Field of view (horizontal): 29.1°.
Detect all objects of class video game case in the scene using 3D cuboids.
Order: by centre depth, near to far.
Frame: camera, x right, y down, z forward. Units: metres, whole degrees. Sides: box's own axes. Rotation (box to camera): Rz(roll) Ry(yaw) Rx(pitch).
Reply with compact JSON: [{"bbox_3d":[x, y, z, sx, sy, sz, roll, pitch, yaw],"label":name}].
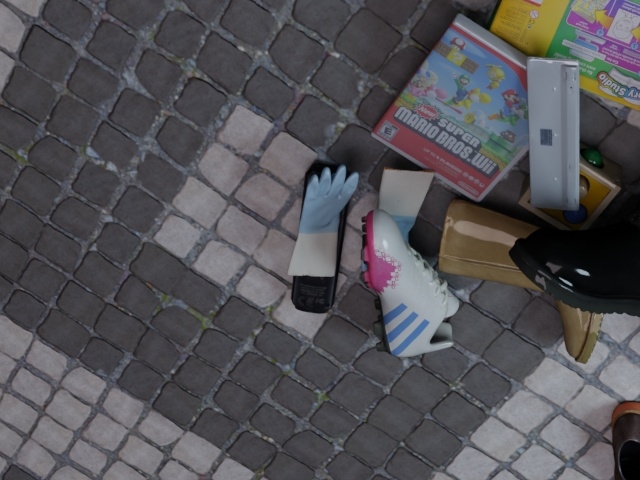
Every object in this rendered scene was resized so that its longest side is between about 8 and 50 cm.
[{"bbox_3d":[0.218,-0.186,1.814,0.204,0.025,0.285,32,142,-4],"label":"video game case"}]

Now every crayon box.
[{"bbox_3d":[0.383,-0.300,1.716,0.278,0.081,0.165,22,124,2],"label":"crayon box"}]

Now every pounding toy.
[{"bbox_3d":[0.371,-0.091,1.835,0.130,0.100,0.141,31,123,-4],"label":"pounding toy"}]

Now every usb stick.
[{"bbox_3d":[0.000,0.000,2.032,0.077,0.045,0.278,8,123,1],"label":"usb stick"}]

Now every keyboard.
[{"bbox_3d":[0.330,-0.146,1.747,0.072,0.014,0.256,11,132,24],"label":"keyboard"}]

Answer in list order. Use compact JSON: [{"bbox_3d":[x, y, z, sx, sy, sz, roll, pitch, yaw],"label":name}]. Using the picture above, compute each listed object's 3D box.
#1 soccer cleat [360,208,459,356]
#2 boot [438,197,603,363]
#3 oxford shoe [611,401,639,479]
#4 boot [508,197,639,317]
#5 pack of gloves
[{"bbox_3d":[0.145,0.065,1.970,0.143,0.116,0.331,-4,140,8],"label":"soccer cleat"},{"bbox_3d":[0.320,0.063,1.960,0.269,0.089,0.236,13,118,11],"label":"boot"},{"bbox_3d":[0.539,0.409,2.093,0.096,0.098,0.271,-10,117,21],"label":"oxford shoe"},{"bbox_3d":[0.452,-0.031,1.753,0.348,0.131,0.260,10,117,-32],"label":"boot"},{"bbox_3d":[0.058,-0.038,1.971,0.195,0.046,0.232,2,133,-15],"label":"pack of gloves"}]
